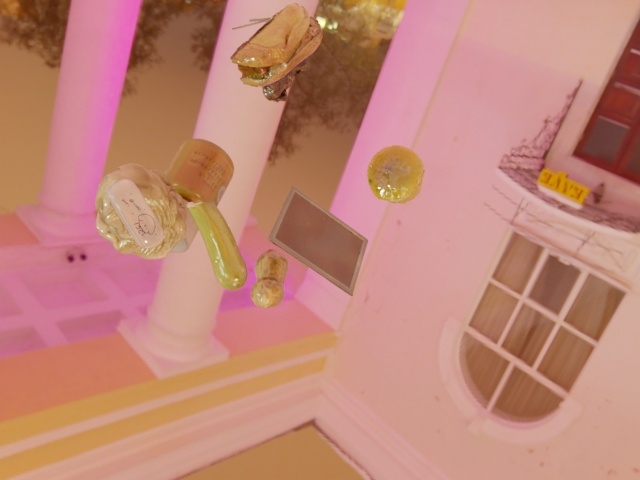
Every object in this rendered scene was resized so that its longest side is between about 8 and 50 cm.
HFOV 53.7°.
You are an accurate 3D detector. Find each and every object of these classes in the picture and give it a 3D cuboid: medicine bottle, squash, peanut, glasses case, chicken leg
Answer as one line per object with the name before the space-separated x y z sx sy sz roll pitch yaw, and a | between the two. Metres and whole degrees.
medicine bottle | -0.475 -0.160 2.260 0.224 0.224 0.384 20 -124 2
squash | -0.248 0.010 1.555 0.083 0.250 0.083 -18 -160 7
peanut | -0.140 0.108 1.734 0.103 0.098 0.229 42 -151 -29
glasses case | -0.476 -0.067 1.637 0.076 0.197 0.049 -38 -154 -28
chicken leg | -0.125 -0.551 2.122 0.080 0.196 0.125 24 169 45

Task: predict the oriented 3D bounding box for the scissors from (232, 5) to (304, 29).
scissors | -0.168 -0.696 1.992 0.144 0.017 0.247 -9 -164 42

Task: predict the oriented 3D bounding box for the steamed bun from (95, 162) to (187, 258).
steamed bun | -0.552 -0.107 1.922 0.289 0.276 0.203 26 -150 -40

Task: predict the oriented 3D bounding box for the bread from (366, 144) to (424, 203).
bread | 0.248 -0.205 2.036 0.197 0.197 0.170 31 -178 26

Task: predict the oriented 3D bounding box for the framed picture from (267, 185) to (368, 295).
framed picture | 0.000 0.000 1.671 0.274 0.017 0.217 36 -134 -14

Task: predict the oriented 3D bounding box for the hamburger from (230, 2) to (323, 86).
hamburger | -0.088 -0.482 1.586 0.131 0.262 0.124 29 159 34
